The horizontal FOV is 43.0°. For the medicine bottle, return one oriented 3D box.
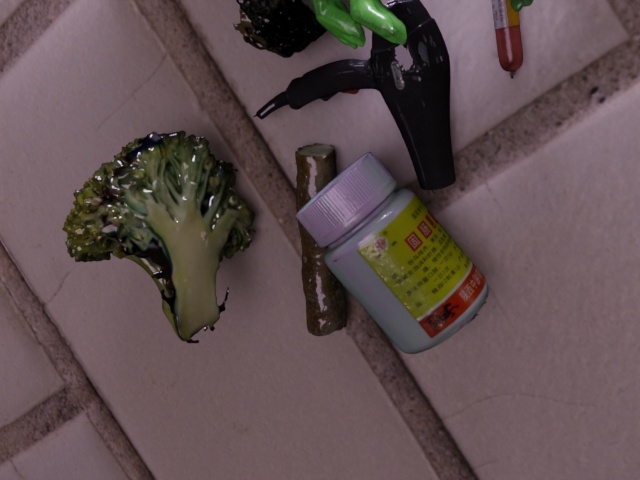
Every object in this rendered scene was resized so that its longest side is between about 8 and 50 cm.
[{"bbox_3d":[0.086,0.016,0.986,0.139,0.139,0.225,-38,96,27],"label":"medicine bottle"}]

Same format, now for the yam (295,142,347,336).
[{"bbox_3d":[0.000,0.000,1.076,0.061,0.061,0.253,2,105,22],"label":"yam"}]

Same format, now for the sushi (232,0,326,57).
[{"bbox_3d":[-0.071,-0.327,0.969,0.115,0.147,0.212,-25,96,27],"label":"sushi"}]

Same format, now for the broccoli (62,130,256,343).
[{"bbox_3d":[-0.225,-0.005,1.093,0.180,0.242,0.273,-1,98,45],"label":"broccoli"}]

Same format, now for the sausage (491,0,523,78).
[{"bbox_3d":[0.207,-0.297,0.924,0.029,0.029,0.223,-3,103,24],"label":"sausage"}]

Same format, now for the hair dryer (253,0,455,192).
[{"bbox_3d":[0.040,-0.167,1.016,0.271,0.091,0.235,-3,114,32],"label":"hair dryer"}]

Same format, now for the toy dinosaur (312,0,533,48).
[{"bbox_3d":[0.072,-0.406,0.818,0.500,0.144,0.374,41,95,-6],"label":"toy dinosaur"}]
